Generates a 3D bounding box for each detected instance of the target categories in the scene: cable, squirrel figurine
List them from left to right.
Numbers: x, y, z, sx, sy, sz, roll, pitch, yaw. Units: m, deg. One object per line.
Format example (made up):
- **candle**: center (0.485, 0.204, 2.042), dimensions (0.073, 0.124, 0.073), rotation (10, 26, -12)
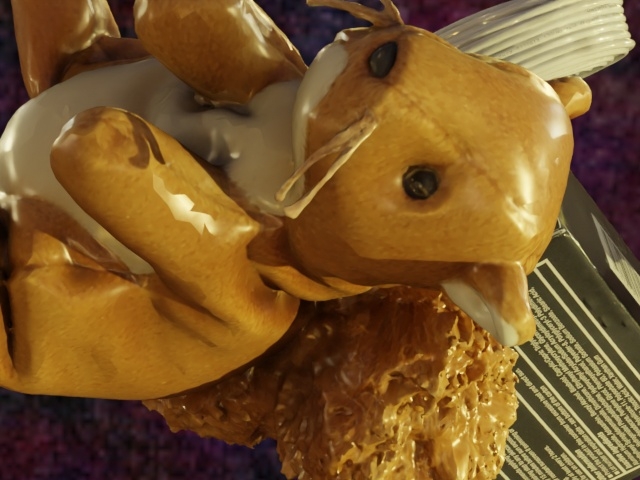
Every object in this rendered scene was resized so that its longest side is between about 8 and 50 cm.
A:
- **squirrel figurine**: center (0.000, 0.000, 1.065), dimensions (0.370, 0.397, 0.281), rotation (-7, 45, 29)
- **cable**: center (0.184, -0.179, 1.697), dimensions (0.257, 0.089, 0.257), rotation (-19, -2, -39)

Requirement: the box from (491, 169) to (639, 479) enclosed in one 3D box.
- **box**: center (0.130, 0.092, 1.452), dimensions (0.294, 0.296, 0.183), rotation (-30, 37, 16)
